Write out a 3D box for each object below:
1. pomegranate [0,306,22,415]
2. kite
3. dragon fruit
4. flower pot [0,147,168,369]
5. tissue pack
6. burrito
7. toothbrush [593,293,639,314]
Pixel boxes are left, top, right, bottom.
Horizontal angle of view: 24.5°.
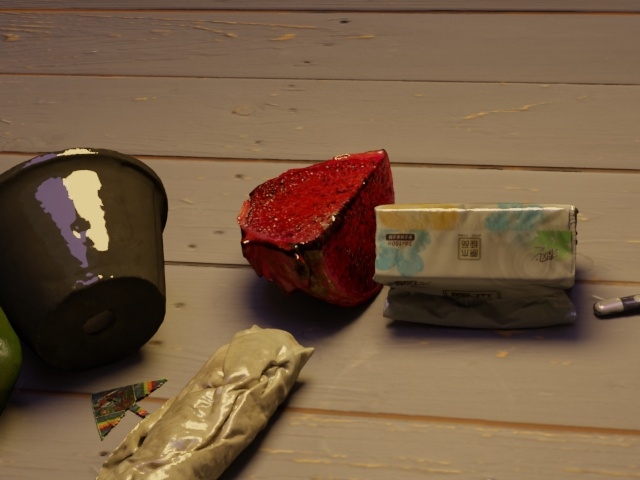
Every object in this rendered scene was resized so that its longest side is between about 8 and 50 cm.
[{"bbox_3d":[-0.415,0.129,1.616,0.187,0.187,0.225,-6,6,-1],"label":"pomegranate"},{"bbox_3d":[-0.219,0.180,1.640,0.090,0.004,0.122,16,37,33],"label":"kite"},{"bbox_3d":[0.000,0.000,1.782,0.163,0.189,0.261,-34,9,33],"label":"dragon fruit"},{"bbox_3d":[-0.278,0.039,1.691,0.269,0.269,0.166,-16,51,-17],"label":"flower pot"},{"bbox_3d":[0.185,0.030,1.725,0.229,0.145,0.159,1,-2,10],"label":"tissue pack"},{"bbox_3d":[-0.138,0.204,1.514,0.117,0.076,0.392,10,34,27],"label":"burrito"},{"bbox_3d":[0.459,0.058,1.716,0.288,0.026,0.024,-8,32,-3],"label":"toothbrush"}]
